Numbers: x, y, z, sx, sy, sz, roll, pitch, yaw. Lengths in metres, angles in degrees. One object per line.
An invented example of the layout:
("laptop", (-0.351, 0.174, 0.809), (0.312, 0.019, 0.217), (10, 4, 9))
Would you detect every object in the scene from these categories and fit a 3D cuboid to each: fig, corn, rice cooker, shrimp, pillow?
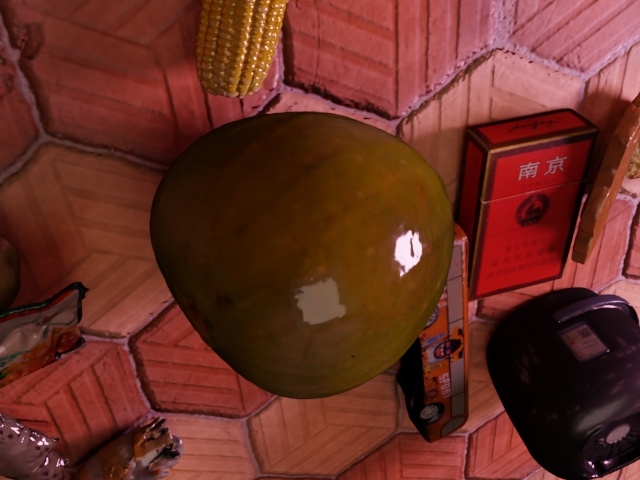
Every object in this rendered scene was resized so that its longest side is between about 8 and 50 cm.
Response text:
("fig", (0.000, 0.000, 0.726), (0.316, 0.316, 0.316), (-10, 129, -13))
("corn", (-0.060, -0.248, 0.628), (0.081, 0.081, 0.248), (3, 124, -23))
("rice cooker", (0.400, 0.219, 1.068), (0.267, 0.224, 0.267), (-11, 127, -14))
("shrimp", (-0.275, 0.379, 1.036), (0.185, 0.068, 0.287), (-13, 131, -9))
("pillow", (-0.413, 0.256, 0.899), (0.093, 0.051, 0.241), (-40, 127, 11))

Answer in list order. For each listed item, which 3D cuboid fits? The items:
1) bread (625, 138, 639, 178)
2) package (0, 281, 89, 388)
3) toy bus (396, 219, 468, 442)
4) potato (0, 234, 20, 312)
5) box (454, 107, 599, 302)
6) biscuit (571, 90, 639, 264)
("bread", (0.478, -0.109, 0.940), (0.109, 0.080, 0.084), (-9, 127, -16))
("package", (-0.326, 0.120, 0.749), (0.166, 0.040, 0.232), (-26, 168, -28))
("toy bus", (0.154, 0.136, 0.998), (0.092, 0.093, 0.409), (-18, 131, -9))
("potato", (-0.393, 0.053, 0.687), (0.194, 0.157, 0.157), (-18, 130, -3))
("box", (0.256, -0.042, 0.913), (0.153, 0.074, 0.240), (-10, 128, -10))
("biscuit", (0.372, -0.076, 0.910), (0.144, 0.040, 0.236), (-32, 143, -43))
